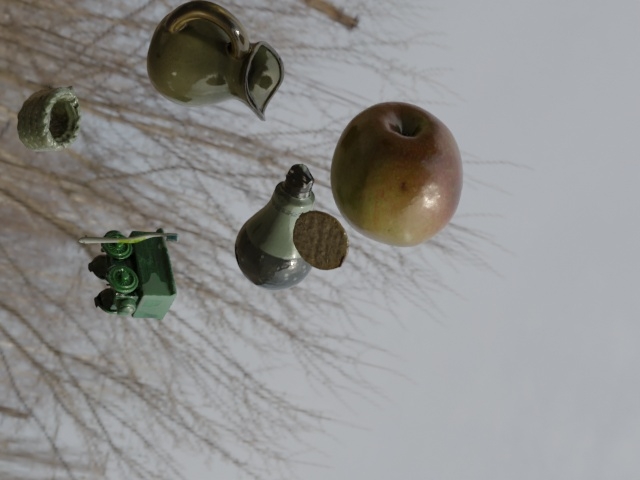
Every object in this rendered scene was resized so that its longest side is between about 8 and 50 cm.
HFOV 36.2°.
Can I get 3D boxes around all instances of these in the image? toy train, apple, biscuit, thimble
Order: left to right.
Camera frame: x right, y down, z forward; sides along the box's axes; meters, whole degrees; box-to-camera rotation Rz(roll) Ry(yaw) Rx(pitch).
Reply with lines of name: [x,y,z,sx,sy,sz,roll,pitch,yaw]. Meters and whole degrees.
thimble: [-0.419,-0.190,1.521,0.062,0.084,0.110,0,-113,28]
toy train: [-0.516,0.090,2.677,0.145,0.202,0.266,-54,-137,42]
biscuit: [0.000,0.000,1.756,0.120,0.015,0.120,14,-61,27]
apple: [0.176,-0.161,2.250,0.277,0.319,0.319,88,-8,-48]

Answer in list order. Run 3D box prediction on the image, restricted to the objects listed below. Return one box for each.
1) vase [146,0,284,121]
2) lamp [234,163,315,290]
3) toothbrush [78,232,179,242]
vase: [-0.256,-0.451,2.357,0.329,0.302,0.241,90,21,-61]
lamp: [-0.071,-0.013,2.108,0.314,0.182,0.182,130,-36,-50]
toothbrush: [-0.493,-0.007,2.516,0.022,0.263,0.026,81,10,-63]
